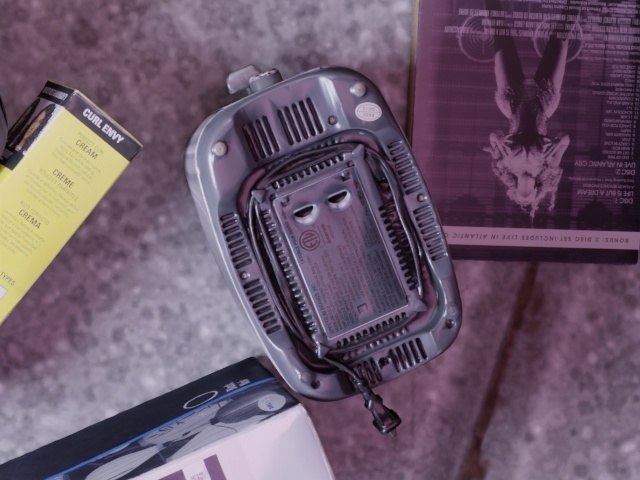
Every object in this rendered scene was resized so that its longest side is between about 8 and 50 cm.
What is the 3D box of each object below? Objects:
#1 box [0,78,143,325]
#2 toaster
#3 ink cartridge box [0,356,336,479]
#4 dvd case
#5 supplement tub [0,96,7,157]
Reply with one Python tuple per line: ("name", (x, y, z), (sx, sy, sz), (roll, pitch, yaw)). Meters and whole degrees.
("box", (-0.207, 0.011, 1.173), (0.058, 0.087, 0.232), (40, 85, -22))
("toaster", (0.000, 0.000, 1.193), (0.129, 0.146, 0.227), (-25, 100, -7))
("ink cartridge box", (-0.165, 0.172, 1.170), (0.333, 0.165, 0.065), (-24, 102, -9))
("dvd case", (0.137, -0.096, 1.277), (0.164, 0.018, 0.221), (1, 96, -13))
("supplement tub", (-0.252, -0.113, 1.099), (0.117, 0.117, 0.190), (-21, 140, -9))
